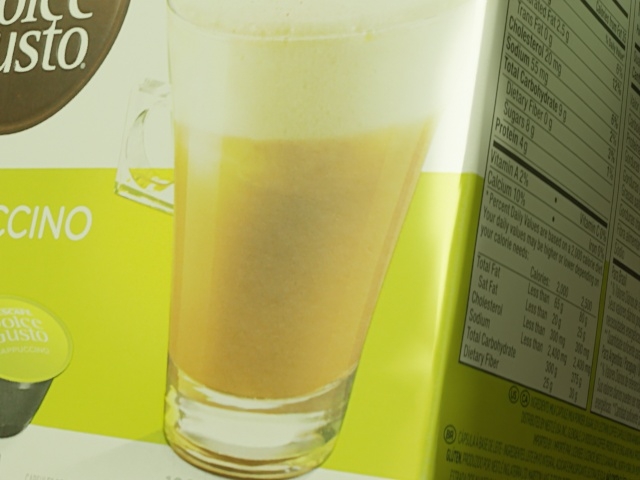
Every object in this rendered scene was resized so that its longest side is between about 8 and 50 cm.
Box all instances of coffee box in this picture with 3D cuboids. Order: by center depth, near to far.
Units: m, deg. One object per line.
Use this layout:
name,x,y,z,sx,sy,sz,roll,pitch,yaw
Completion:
coffee box,0.000,0.000,0.707,0.337,0.338,0.335,3,78,32
